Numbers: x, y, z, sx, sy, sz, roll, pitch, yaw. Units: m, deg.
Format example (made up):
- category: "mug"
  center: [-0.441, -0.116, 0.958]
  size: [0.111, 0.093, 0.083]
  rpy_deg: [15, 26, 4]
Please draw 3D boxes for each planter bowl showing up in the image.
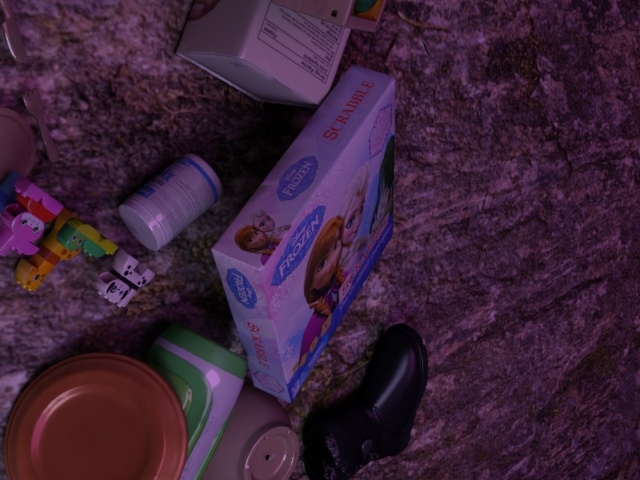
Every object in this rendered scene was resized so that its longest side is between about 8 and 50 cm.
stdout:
- category: "planter bowl"
  center: [-0.098, 0.280, 1.014]
  size: [0.162, 0.109, 0.162]
  rpy_deg: [-14, 111, -42]

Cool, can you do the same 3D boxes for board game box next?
- category: "board game box"
  center: [0.000, 0.000, 0.947]
  size: [0.319, 0.065, 0.318]
  rpy_deg: [-57, 157, -29]

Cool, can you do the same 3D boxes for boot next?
- category: "boot"
  center: [0.070, 0.270, 1.188]
  size: [0.207, 0.094, 0.247]
  rpy_deg: [-11, 116, -47]

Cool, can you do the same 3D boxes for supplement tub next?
- category: "supplement tub"
  center: [-0.174, -0.046, 0.871]
  size: [0.107, 0.071, 0.071]
  rpy_deg: [-44, 128, -29]

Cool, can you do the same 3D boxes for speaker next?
- category: "speaker"
  center: [-0.202, 0.253, 0.889]
  size: [0.131, 0.131, 0.297]
  rpy_deg: [39, 74, -44]

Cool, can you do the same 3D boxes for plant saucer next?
- category: "plant saucer"
  center: [-0.246, 0.222, 0.809]
  size: [0.200, 0.199, 0.037]
  rpy_deg: [-62, 179, -12]

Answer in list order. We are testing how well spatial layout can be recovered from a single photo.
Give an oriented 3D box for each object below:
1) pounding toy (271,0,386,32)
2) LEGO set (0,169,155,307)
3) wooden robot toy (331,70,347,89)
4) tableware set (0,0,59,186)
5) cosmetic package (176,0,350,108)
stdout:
- category: "pounding toy"
  center: [0.050, -0.327, 0.765]
  size: [0.181, 0.094, 0.206]
  rpy_deg: [-33, 144, -67]
- category: "LEGO set"
  center: [-0.280, 0.013, 0.766]
  size: [0.093, 0.087, 0.227]
  rpy_deg: [-54, 152, -10]
- category: "wooden robot toy"
  center: [0.044, -0.187, 1.042]
  size: [0.076, 0.079, 0.173]
  rpy_deg: [-47, 131, -25]
- category: "tableware set"
  center: [-0.337, -0.137, 0.709]
  size: [0.128, 0.039, 0.194]
  rpy_deg: [-42, 134, -44]
- category: "cosmetic package"
  center: [-0.036, -0.326, 0.887]
  size: [0.153, 0.129, 0.296]
  rpy_deg: [25, 83, -48]
